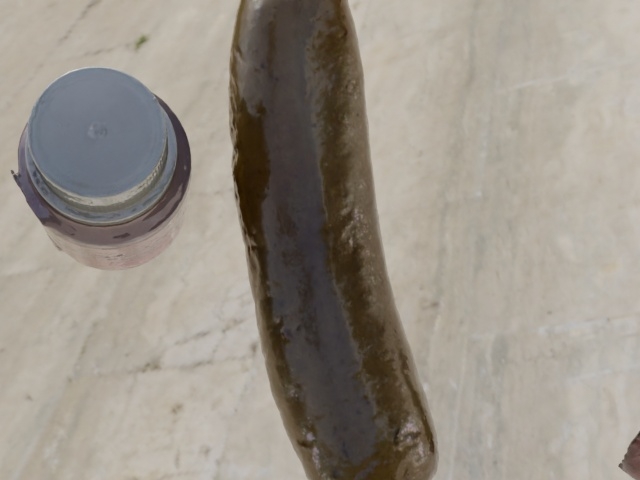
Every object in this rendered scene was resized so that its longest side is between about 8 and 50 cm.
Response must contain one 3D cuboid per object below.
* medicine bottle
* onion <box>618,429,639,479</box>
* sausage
[{"bbox_3d":[-0.178,-0.058,0.869,0.147,0.147,0.247,-33,-3,-13],"label":"medicine bottle"},{"bbox_3d":[0.409,0.134,0.998,0.120,0.284,0.227,34,43,25],"label":"onion"},{"bbox_3d":[-0.003,0.000,0.896,0.136,0.501,0.123,-10,1,32],"label":"sausage"}]
